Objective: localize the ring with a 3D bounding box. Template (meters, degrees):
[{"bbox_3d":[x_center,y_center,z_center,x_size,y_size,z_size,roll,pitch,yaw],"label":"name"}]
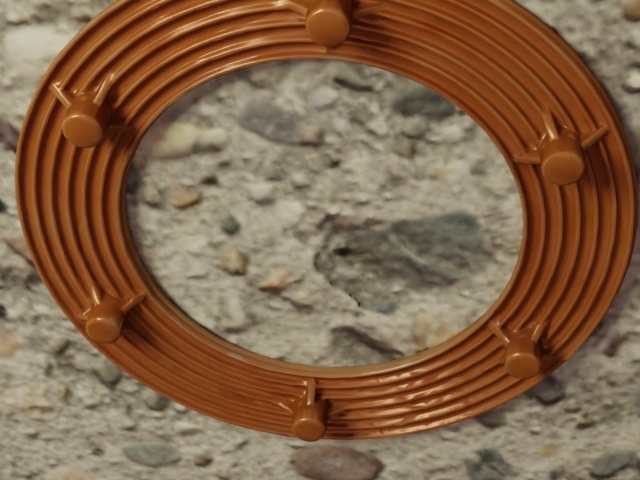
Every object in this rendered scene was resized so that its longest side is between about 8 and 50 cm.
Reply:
[{"bbox_3d":[0.000,0.000,0.660,0.337,0.032,0.336,3,130,4],"label":"ring"}]
